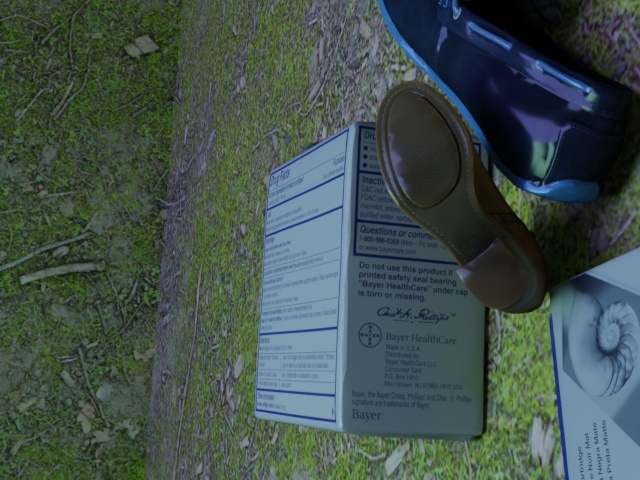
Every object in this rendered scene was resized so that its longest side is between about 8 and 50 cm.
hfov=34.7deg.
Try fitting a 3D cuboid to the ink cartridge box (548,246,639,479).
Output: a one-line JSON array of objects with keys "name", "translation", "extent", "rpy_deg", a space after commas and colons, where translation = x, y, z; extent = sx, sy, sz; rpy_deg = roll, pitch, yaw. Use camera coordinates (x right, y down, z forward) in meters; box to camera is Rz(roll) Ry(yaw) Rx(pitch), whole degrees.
[{"name": "ink cartridge box", "translation": [0.213, 0.126, 0.715], "extent": [0.224, 0.045, 0.223], "rpy_deg": [137, 135, -62]}]

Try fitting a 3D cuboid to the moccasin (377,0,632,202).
[{"name": "moccasin", "translation": [0.162, -0.173, 0.864], "extent": [0.342, 0.137, 0.117], "rpy_deg": [58, 136, 38]}]

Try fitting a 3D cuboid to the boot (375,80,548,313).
[{"name": "boot", "translation": [0.118, -0.029, 0.818], "extent": [0.073, 0.152, 0.197], "rpy_deg": [-27, 80, 19]}]

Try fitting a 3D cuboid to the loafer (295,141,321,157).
[{"name": "loafer", "translation": [0.000, 0.000, 1.313], "extent": [0.087, 0.094, 0.251], "rpy_deg": [7, 90, 36]}]

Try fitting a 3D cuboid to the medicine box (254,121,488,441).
[{"name": "medicine box", "translation": [0.045, 0.049, 1.052], "extent": [0.263, 0.149, 0.289], "rpy_deg": [163, 112, -69]}]
